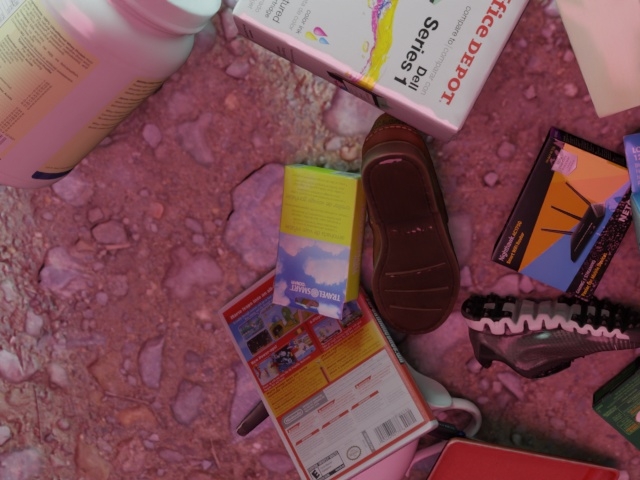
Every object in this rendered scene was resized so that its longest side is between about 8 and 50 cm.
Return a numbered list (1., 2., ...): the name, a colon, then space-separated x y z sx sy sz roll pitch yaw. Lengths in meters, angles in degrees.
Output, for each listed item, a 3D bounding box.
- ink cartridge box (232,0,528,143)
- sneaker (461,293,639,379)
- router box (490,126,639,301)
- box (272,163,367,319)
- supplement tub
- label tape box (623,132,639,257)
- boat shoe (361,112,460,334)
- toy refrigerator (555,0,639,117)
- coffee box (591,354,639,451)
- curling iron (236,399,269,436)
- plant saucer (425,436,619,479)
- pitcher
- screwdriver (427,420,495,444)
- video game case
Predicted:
1. ink cartridge box: 0.074 -0.260 1.307 0.278 0.117 0.201 28 90 1
2. sneaker: 0.295 0.127 1.490 0.234 0.078 0.106 2 117 18
3. router box: 0.302 -0.030 1.432 0.133 0.046 0.179 23 117 4
4. box: 0.000 0.000 1.487 0.109 0.042 0.178 12 103 29
5. supplement tub: -0.297 -0.238 1.385 0.325 0.235 0.235 -38 100 25
6. label tape box: 0.488 0.032 1.303 0.249 0.115 0.347 -9 92 8
7. boat shoe: 0.113 -0.019 1.456 0.111 0.104 0.307 -3 131 6
8. toy refrigerator: 0.296 -0.280 1.291 0.094 0.102 0.269 -19 108 21
9. coffee box: 0.451 0.232 1.514 0.184 0.040 0.113 40 117 -5
10. curling iron: -0.023 0.197 1.623 0.274 0.035 0.068 -39 100 25
11. plant saucer: 0.229 0.367 1.585 0.258 0.047 0.259 13 120 -19
12. pitcher: 0.099 0.267 1.586 0.178 0.125 0.207 32 107 -18
13. screwdriver: 0.198 0.260 1.564 0.170 0.025 0.024 20 102 -38
14. video game case: 0.004 0.162 1.532 0.204 0.025 0.285 -36 73 25
